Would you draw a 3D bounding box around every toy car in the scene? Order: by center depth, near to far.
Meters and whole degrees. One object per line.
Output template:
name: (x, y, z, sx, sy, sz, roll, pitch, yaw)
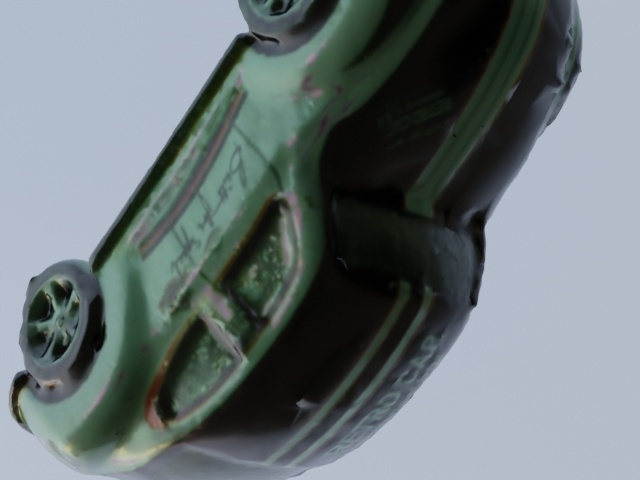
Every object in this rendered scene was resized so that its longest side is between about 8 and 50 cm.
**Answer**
toy car: (0.000, 0.000, 0.548, 0.136, 0.125, 0.306, 17, -61, -44)
